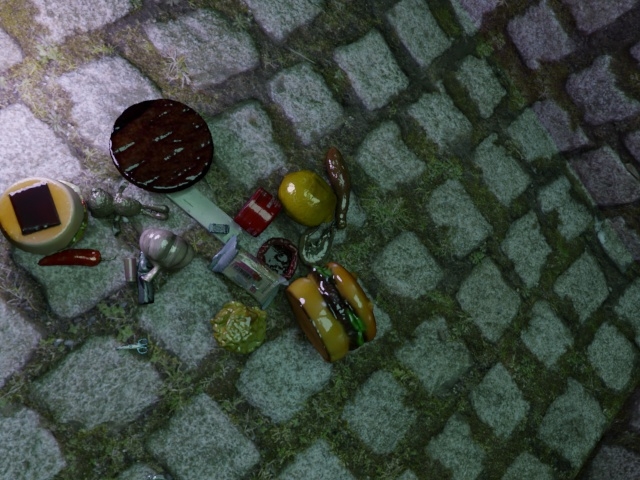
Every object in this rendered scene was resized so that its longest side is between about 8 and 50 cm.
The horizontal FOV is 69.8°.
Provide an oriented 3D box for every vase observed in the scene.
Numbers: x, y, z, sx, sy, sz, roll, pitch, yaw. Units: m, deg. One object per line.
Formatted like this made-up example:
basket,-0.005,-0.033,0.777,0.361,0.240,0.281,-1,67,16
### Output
vase,-0.694,0.145,1.808,0.059,0.060,0.212,-5,80,-21

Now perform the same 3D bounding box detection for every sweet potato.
sweet potato,0.093,-0.246,2.129,0.109,0.109,0.386,-10,92,-21

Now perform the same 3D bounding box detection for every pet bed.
pet bed,-0.184,0.081,2.008,0.201,0.053,0.201,5,76,-20

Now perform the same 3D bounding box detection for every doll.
doll,-0.759,-0.140,1.808,0.285,0.091,0.203,-16,122,-11

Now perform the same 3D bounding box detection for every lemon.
lemon,-0.056,-0.180,1.997,0.288,0.233,0.234,41,72,-7

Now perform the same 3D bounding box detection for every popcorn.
popcorn,-0.327,0.343,1.853,0.235,0.181,0.217,37,71,-17

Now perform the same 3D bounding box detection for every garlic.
garlic,-0.612,0.071,1.777,0.218,0.218,0.212,26,75,-15

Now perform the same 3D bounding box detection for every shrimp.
shrimp,-0.016,-0.004,2.080,0.145,0.059,0.255,20,81,-7

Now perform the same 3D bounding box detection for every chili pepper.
chili pepper,-0.921,0.066,1.736,0.272,0.063,0.071,-1,71,-18

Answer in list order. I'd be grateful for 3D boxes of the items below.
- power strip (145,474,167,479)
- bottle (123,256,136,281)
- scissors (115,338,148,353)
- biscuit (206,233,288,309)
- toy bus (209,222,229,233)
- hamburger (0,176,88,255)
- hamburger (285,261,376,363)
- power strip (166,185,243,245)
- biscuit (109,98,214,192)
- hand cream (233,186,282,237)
power strip,-0.625,0.920,1.747,0.083,0.035,0.055,32,74,-16
bottle,-0.746,0.115,1.801,0.045,0.045,0.097,-4,87,-21
scissors,-0.733,0.412,1.783,0.119,0.014,0.058,3,78,-23
biscuit,-0.302,0.139,1.922,0.309,0.079,0.186,40,105,-13
toy bus,-0.420,-0.048,1.895,0.083,0.046,0.038,3,82,-22
hamburger,-1.006,-0.090,1.666,0.301,0.170,0.302,2,81,-14
hamburger,0.051,0.279,1.896,0.277,0.395,0.396,-28,93,-15
power strip,-0.480,-0.112,1.928,0.367,0.043,0.106,42,72,-10
biscuit,-0.639,-0.381,1.865,0.406,0.091,0.408,4,72,-14
hand cream,-0.263,-0.118,1.930,0.125,0.193,0.193,39,72,-15
